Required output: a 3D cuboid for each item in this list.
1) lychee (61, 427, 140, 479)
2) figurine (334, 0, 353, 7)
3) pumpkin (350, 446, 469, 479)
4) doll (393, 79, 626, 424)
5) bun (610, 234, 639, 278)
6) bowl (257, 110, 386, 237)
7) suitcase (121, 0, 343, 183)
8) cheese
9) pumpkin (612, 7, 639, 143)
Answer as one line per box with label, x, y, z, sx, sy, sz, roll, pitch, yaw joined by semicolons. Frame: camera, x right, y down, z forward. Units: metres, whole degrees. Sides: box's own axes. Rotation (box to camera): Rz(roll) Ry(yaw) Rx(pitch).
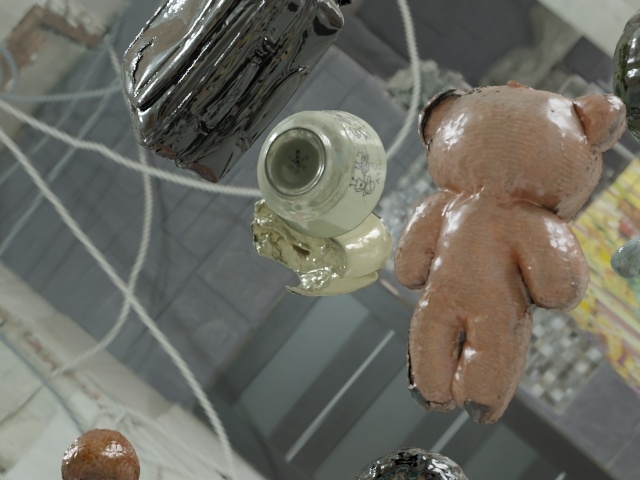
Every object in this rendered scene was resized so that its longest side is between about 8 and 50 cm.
lychee;-0.289;0.316;1.418;0.101;0.140;0.114;-23;-44;-9
figurine;-0.079;-0.461;2.057;0.308;0.308;0.143;-44;-52;-36
pumpkin;0.149;0.462;1.792;0.233;0.233;0.163;-49;-34;-8
doll;0.166;0.011;0.959;0.156;0.201;0.303;11;-90;-51
bun;0.466;0.026;1.565;0.083;0.045;0.083;-28;-26;-15
bowl;-0.015;-0.125;1.864;0.237;0.238;0.126;-52;-25;13
suitcase;-0.140;-0.286;1.613;0.345;0.188;0.339;-48;33;15
cheese;0.000;0.000;2.014;0.233;0.266;0.127;-16;-52;-41
pumpkin;0.436;-0.181;1.140;0.238;0.238;0.159;-49;0;-6
